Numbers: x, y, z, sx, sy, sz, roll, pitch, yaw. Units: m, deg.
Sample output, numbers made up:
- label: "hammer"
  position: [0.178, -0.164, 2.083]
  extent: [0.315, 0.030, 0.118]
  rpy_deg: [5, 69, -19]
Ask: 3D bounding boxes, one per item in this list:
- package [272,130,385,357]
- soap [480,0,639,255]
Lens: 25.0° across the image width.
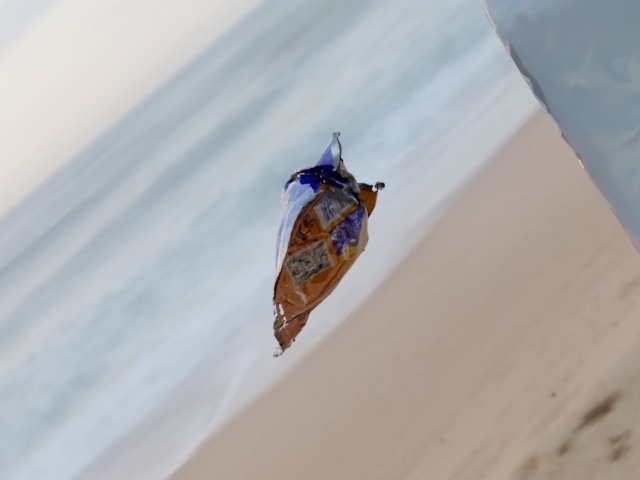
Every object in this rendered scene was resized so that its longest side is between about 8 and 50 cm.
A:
- label: "package"
  position: [0.001, 0.001, 0.540]
  extent: [0.110, 0.033, 0.077]
  rpy_deg: [78, -155, -70]
- label: "soap"
  position: [0.185, -0.196, 0.615]
  extent: [0.213, 0.435, 0.350]
  rpy_deg: [-34, -23, 30]
